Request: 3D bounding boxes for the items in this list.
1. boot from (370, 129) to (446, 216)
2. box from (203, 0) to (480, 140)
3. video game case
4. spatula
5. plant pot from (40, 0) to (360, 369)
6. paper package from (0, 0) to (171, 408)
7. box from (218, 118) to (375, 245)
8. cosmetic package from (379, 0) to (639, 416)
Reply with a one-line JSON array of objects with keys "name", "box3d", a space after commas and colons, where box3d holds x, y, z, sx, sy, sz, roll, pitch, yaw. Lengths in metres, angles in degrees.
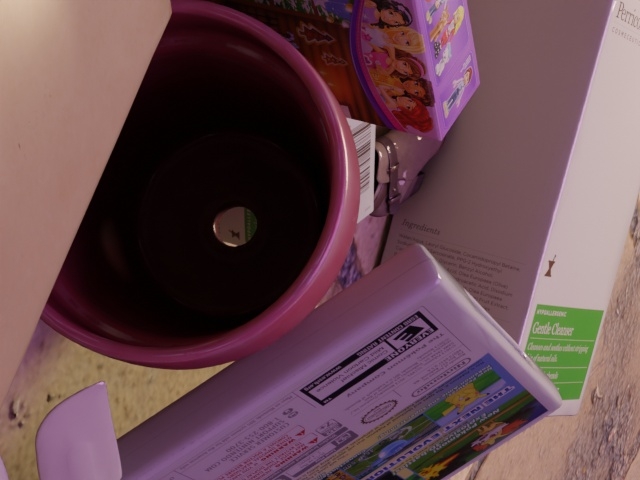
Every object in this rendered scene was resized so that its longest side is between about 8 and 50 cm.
[{"name": "boot", "box3d": [0.062, -0.076, 1.277, 0.087, 0.042, 0.118, -12, 115, -57]}, {"name": "box", "box3d": [-0.030, -0.196, 0.869, 0.057, 0.201, 0.293, -55, 147, -32]}, {"name": "video game case", "box3d": [-0.018, 0.148, 1.051, 0.329, 0.036, 0.300, -34, 151, 8]}, {"name": "spatula", "box3d": [-0.189, 0.188, 0.909, 0.168, 0.019, 0.242, -22, 137, -21]}, {"name": "plant pot", "box3d": [-0.071, -0.021, 0.921, 0.180, 0.201, 0.201, 43, 66, -77]}, {"name": "paper package", "box3d": [-0.202, -0.090, 0.568, 0.309, 0.168, 0.324, 73, 26, -47]}, {"name": "box", "box3d": [-0.023, -0.056, 1.081, 0.102, 0.087, 0.101, -36, 134, -49]}, {"name": "cosmetic package", "box3d": [0.173, -0.042, 1.381, 0.197, 0.155, 0.365, 6, 101, -60]}]
